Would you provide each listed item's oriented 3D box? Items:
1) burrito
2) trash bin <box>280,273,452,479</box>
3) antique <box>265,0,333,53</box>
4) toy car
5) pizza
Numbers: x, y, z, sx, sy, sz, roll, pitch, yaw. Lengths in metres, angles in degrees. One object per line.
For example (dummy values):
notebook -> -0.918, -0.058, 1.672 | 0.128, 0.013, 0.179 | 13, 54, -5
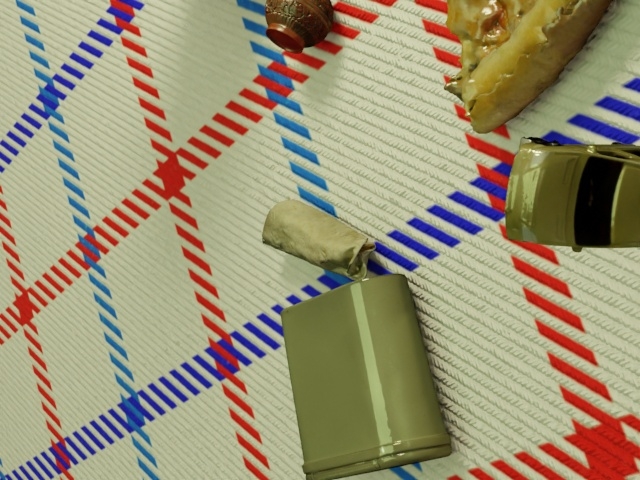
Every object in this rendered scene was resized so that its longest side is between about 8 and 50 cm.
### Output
burrito -> 0.000, 0.000, 1.554 | 0.226, 0.060, 0.086 | 26, 114, 46
trash bin -> 0.052, 0.190, 1.471 | 0.243, 0.121, 0.247 | -24, 73, 49
antique -> -0.030, -0.318, 1.528 | 0.104, 0.104, 0.104 | 7, 99, 49
toy car -> 0.291, -0.043, 1.059 | 0.124, 0.257, 0.101 | 16, 104, 44
pizza -> 0.247, -0.383, 1.213 | 0.392, 0.080, 0.434 | -26, 76, 48
